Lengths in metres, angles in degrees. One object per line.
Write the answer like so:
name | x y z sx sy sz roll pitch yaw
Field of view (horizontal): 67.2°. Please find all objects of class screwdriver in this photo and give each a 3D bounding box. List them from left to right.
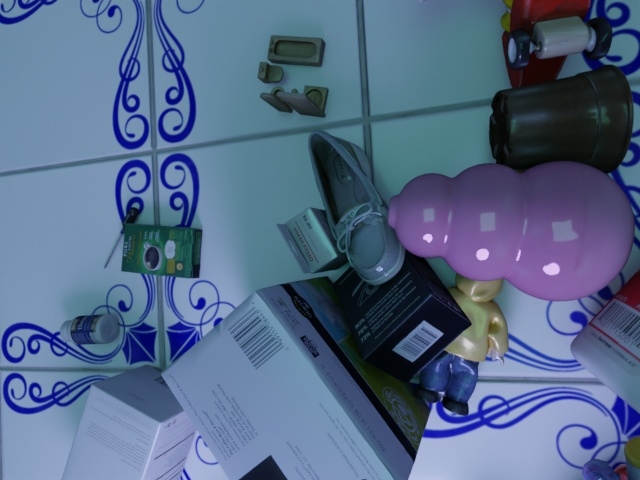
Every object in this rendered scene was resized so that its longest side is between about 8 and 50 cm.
screwdriver | -0.471 -0.006 1.121 0.025 0.024 0.170 34 102 -14

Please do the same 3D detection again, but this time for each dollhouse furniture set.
dollhouse furniture set | -0.062 -0.339 0.942 0.143 0.123 0.152 11 92 18

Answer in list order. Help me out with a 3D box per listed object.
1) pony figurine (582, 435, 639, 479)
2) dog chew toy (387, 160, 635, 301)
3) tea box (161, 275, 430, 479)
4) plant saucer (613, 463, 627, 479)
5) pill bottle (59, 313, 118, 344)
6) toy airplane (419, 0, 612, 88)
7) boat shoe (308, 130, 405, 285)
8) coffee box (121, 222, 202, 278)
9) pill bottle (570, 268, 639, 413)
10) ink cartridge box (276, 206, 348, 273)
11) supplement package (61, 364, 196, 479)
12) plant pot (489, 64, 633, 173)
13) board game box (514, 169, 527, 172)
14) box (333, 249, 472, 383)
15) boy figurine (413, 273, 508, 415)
pony figurine | 0.441 0.416 0.595 0.350 0.303 0.364 -21 114 14
dog chew toy | 0.268 -0.024 0.724 0.331 0.206 0.207 8 91 10
tea box | -0.016 0.257 0.807 0.220 0.323 0.329 -41 78 13
plant saucer | 0.505 0.533 0.777 0.259 0.047 0.258 41 101 15
pill bottle | -0.535 0.206 1.111 0.120 0.067 0.067 -6 87 18
toy airplane | 0.338 -0.479 0.740 0.386 0.272 0.384 34 115 -17
boat shoe | 0.052 -0.066 0.845 0.118 0.103 0.321 -36 50 29
coffee box | -0.354 0.022 1.071 0.184 0.040 0.113 3 89 18
pill bottle | 0.579 0.083 0.669 0.229 0.229 0.408 41 101 15
ink cartridge box | 0.000 0.000 0.883 0.060 0.180 0.104 -33 80 16
supplement package | -0.391 0.444 1.001 0.177 0.175 0.293 21 95 16
plant pot | 0.365 -0.181 0.760 0.165 0.167 0.167 -5 87 5
board game box | 0.370 -0.051 0.836 0.092 0.043 0.181 -42 77 13
box | 0.128 0.104 0.817 0.108 0.207 0.153 34 109 -28
boy figurine | 0.243 0.151 0.849 0.177 0.092 0.286 15 92 18
